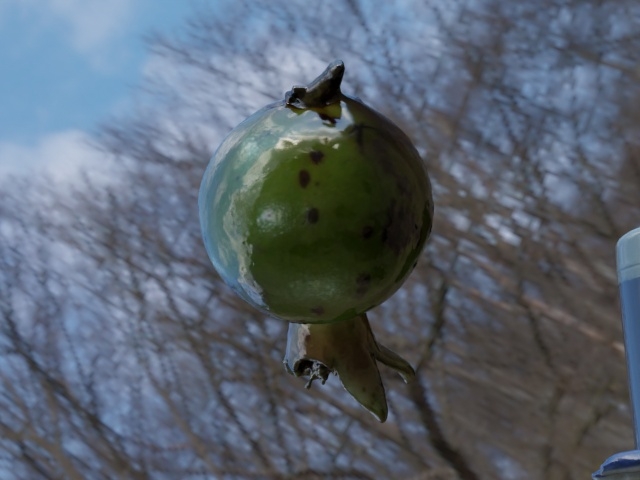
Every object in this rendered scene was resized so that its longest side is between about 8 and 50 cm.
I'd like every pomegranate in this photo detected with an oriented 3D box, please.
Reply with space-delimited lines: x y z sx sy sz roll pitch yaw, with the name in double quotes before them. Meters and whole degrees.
"pomegranate" 0.012 0.005 1.074 0.156 0.156 0.220 -41 -63 -21

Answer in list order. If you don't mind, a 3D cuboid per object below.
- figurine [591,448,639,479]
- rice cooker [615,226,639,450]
"figurine" 0.275 0.126 0.872 0.262 0.164 0.121 -33 -7 8
"rice cooker" 0.390 0.086 1.438 0.288 0.288 0.277 4 -104 -43
